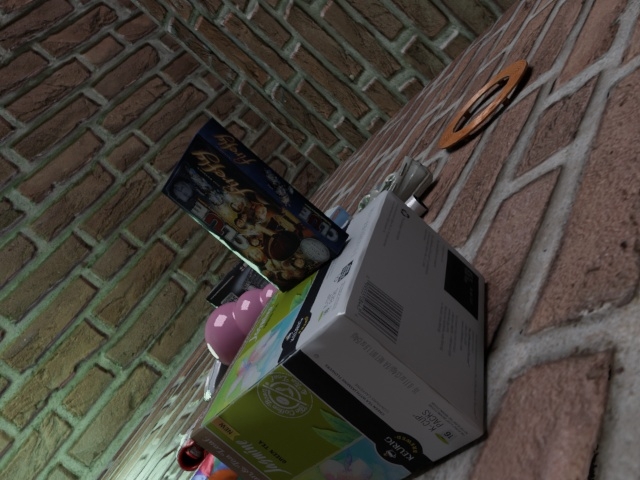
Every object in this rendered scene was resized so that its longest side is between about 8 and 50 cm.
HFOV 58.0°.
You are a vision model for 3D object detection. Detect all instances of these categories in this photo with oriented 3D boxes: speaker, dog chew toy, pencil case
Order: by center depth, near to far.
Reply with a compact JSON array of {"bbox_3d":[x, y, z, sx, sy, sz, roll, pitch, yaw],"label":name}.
[{"bbox_3d":[-0.217,0.495,1.075,0.236,0.104,0.104,-50,8,-18],"label":"pencil case"},{"bbox_3d":[0.207,-0.052,1.464,0.136,0.055,0.055,-46,9,18],"label":"speaker"},{"bbox_3d":[-0.198,0.243,1.774,0.332,0.206,0.206,-38,11,18],"label":"dog chew toy"}]

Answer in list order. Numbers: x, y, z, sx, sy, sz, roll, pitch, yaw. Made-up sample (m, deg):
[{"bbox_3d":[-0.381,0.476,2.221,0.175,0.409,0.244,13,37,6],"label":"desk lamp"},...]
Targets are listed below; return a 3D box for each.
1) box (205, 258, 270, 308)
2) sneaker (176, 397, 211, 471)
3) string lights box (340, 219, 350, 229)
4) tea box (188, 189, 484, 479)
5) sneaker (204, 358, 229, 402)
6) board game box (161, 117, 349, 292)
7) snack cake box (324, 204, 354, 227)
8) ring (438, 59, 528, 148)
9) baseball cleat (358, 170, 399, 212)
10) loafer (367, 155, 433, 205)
[{"bbox_3d":[-0.199,0.167,1.934,0.307,0.242,0.076,-44,10,27],"label":"box"},{"bbox_3d":[-0.269,0.469,1.476,0.270,0.090,0.145,-51,9,11],"label":"sneaker"},{"bbox_3d":[0.040,0.056,1.763,0.133,0.077,0.260,-43,10,33],"label":"string lights box"},{"bbox_3d":[0.040,0.158,0.819,0.323,0.220,0.329,-45,9,30],"label":"tea box"},{"bbox_3d":[-0.321,0.409,1.882,0.091,0.094,0.258,-31,26,37],"label":"sneaker"},{"bbox_3d":[-0.099,-0.040,0.826,0.165,0.243,0.042,-39,14,51],"label":"board game box"},{"bbox_3d":[0.000,0.000,2.179,0.264,0.089,0.152,-51,11,-14],"label":"snack cake box"},{"bbox_3d":[0.475,-0.388,1.682,0.336,0.032,0.336,-48,9,10],"label":"ring"},{"bbox_3d":[0.213,-0.157,1.921,0.206,0.072,0.109,-39,-3,39],"label":"baseball cleat"},{"bbox_3d":[0.173,-0.090,1.575,0.319,0.111,0.112,-49,-5,-8],"label":"loafer"}]
